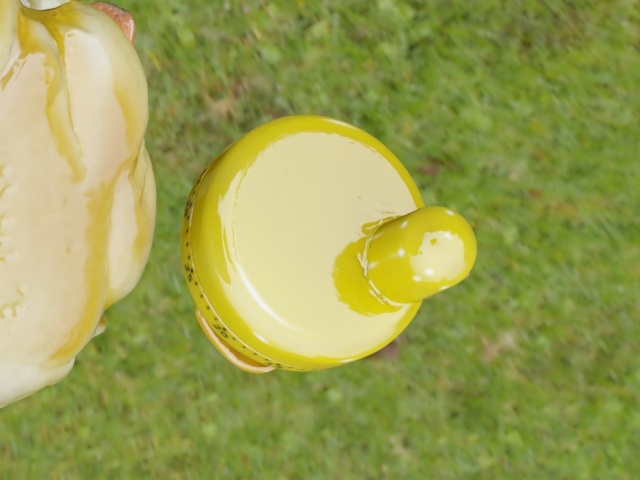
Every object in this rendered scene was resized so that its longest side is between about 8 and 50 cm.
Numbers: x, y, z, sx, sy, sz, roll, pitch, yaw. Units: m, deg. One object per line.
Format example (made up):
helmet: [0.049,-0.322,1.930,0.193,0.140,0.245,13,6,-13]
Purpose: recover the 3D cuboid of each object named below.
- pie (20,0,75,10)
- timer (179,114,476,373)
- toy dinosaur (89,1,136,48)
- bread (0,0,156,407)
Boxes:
pie: [-0.264,-0.226,1.344,0.092,0.315,0.315,15,117,-43]
timer: [0.000,0.000,0.745,0.107,0.107,0.109,7,164,-25]
toy dinosaur: [-0.160,-0.031,0.838,0.055,0.101,0.279,3,167,-44]
bread: [-0.195,0.006,0.568,0.311,0.121,0.173,-20,124,-34]
